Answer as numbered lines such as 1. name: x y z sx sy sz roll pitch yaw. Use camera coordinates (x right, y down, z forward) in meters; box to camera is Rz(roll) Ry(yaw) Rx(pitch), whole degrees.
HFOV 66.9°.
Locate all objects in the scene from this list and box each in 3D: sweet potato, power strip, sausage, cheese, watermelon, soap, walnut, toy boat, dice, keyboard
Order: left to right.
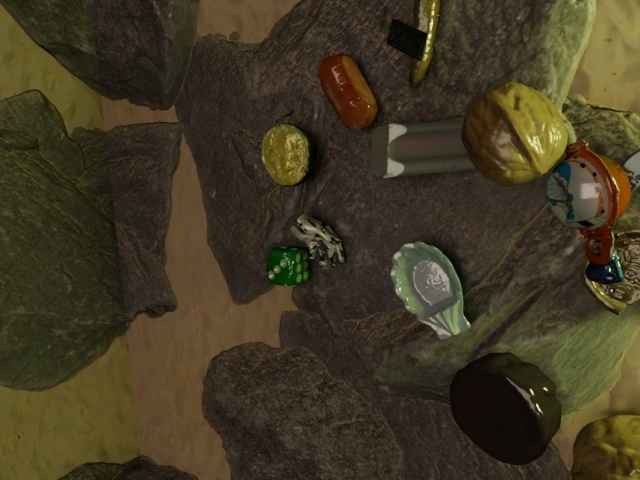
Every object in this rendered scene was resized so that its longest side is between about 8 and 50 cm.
1. dice: -0.109 0.089 1.721 0.120 0.131 0.129 6 100 35
2. watermelon: -0.096 -0.297 1.649 0.204 0.127 0.232 -22 85 38
3. sausage: 0.082 -0.456 1.490 0.133 0.133 0.259 -33 80 36
4. keyboard: 0.238 -0.565 1.361 0.196 0.015 0.074 -123 32 -48
5. sweet potato: 0.288 -0.569 1.349 0.075 0.075 0.274 16 111 35
6. soap: 0.301 -0.264 1.402 0.302 0.258 0.159 -4 96 -6
7. toy boat: 0.328 0.136 1.407 0.199 0.100 0.291 -34 75 37
8. walnut: 0.459 -0.251 1.161 0.225 0.224 0.261 -49 45 32
9. cheese: 0.619 -0.064 1.106 0.129 0.217 0.330 -14 93 -1
10. walnut: 0.722 0.538 1.068 0.312 0.252 0.277 -14 100 43
11. power strip: 0.760 -0.150 1.060 0.215 0.044 0.137 -17 86 39

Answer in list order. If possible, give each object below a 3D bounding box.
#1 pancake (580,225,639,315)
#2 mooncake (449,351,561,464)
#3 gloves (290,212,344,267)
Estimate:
1. pancake: 0.733 0.070 1.126 0.235 0.029 0.212 -21 83 36
2. mooncake: 0.494 0.441 1.300 0.283 0.141 0.283 13 109 45
3. gloves: 0.001 -0.002 1.643 0.212 0.111 0.128 37 117 -5
